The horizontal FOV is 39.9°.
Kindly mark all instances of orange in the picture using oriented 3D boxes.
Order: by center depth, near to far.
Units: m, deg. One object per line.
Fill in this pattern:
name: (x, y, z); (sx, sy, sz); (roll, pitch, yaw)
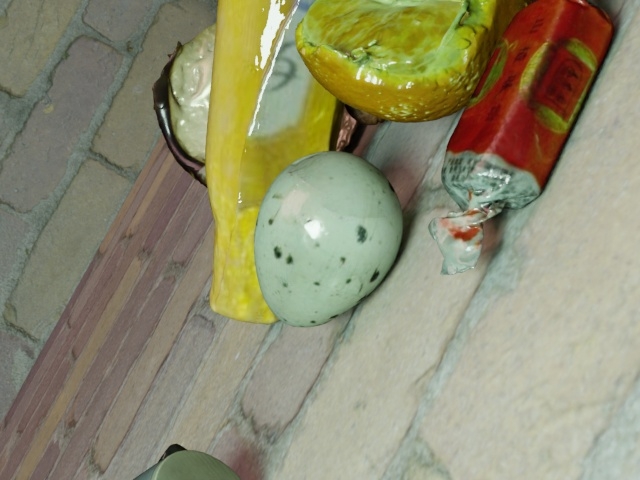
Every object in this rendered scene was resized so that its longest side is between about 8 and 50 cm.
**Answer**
orange: (0.091, -0.204, 0.776); (0.179, 0.158, 0.237); (17, 72, 32)

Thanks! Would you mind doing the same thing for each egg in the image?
egg: (0.000, 0.000, 0.781); (0.164, 0.131, 0.131); (-58, 19, 17)

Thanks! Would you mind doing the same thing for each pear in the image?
pear: (-0.062, -0.154, 1.122); (0.178, 0.267, 0.266); (73, -140, -72)

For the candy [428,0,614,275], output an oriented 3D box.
candy: (0.152, -0.102, 0.651); (0.292, 0.059, 0.086); (-63, 22, -7)

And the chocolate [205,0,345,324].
chocolate: (-0.037, -0.128, 0.917); (0.162, 0.162, 0.445); (-135, 51, -71)

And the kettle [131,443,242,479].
kettle: (-0.157, 0.311, 0.737); (0.243, 0.160, 0.210); (-44, 43, 25)

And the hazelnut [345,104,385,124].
hazelnut: (0.061, -0.167, 0.954); (0.086, 0.086, 0.086); (-50, 21, 28)
